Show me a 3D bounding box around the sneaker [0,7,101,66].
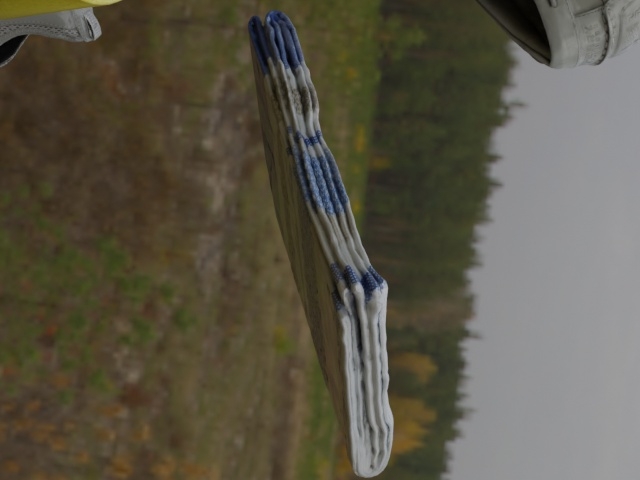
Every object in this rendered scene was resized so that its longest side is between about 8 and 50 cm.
[{"bbox_3d":[-0.296,-0.162,1.135,0.105,0.281,0.115,-47,119,-55],"label":"sneaker"}]

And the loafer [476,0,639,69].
[{"bbox_3d":[0.127,-0.249,1.170,0.319,0.111,0.112,47,-26,34],"label":"loafer"}]

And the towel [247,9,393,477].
[{"bbox_3d":[0.000,0.000,1.020,0.209,0.034,0.285,85,-10,-48],"label":"towel"}]

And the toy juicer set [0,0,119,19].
[{"bbox_3d":[-0.187,-0.109,0.443,0.329,0.089,0.209,-51,121,-46],"label":"toy juicer set"}]
